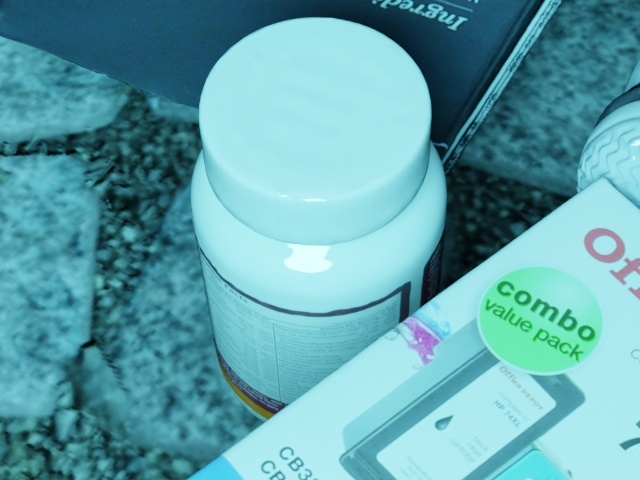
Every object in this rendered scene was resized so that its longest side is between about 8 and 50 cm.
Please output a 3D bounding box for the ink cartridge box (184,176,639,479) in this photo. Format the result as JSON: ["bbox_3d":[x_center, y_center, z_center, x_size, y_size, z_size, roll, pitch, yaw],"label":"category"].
[{"bbox_3d":[0.081,0.154,0.632,0.270,0.197,0.198,-35,64,-19],"label":"ink cartridge box"}]

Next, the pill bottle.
[{"bbox_3d":[0.000,0.000,0.717,0.121,0.221,0.121,-1,58,1],"label":"pill bottle"}]

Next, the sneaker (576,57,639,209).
[{"bbox_3d":[0.314,-0.064,0.656,0.366,0.137,0.210,12,64,15],"label":"sneaker"}]

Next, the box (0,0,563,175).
[{"bbox_3d":[0.052,-0.372,0.775,0.297,0.472,0.480,18,59,-4],"label":"box"}]
